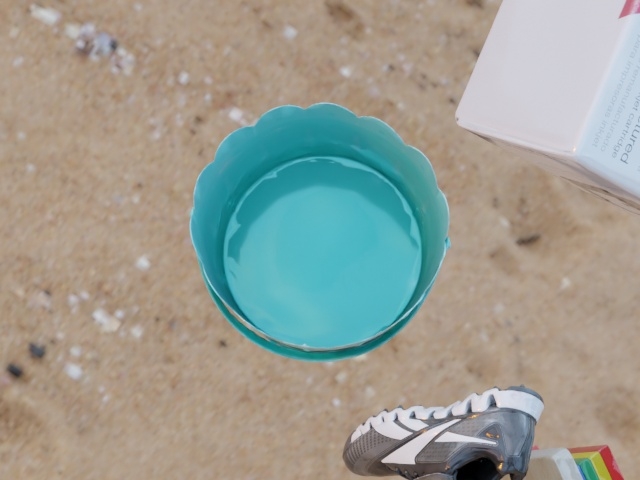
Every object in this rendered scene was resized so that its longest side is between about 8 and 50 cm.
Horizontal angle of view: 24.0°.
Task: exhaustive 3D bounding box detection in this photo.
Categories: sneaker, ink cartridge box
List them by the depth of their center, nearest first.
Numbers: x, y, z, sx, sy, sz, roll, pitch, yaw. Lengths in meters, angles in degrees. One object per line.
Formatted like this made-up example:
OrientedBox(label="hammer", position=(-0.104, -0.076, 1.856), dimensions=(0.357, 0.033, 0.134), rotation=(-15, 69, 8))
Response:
OrientedBox(label="ink cartridge box", position=(0.136, -0.063, 0.559), dimensions=(0.150, 0.063, 0.109), rotation=(21, 91, -41))
OrientedBox(label="sneaker", position=(0.114, 0.217, 1.491), dimensions=(0.078, 0.234, 0.106), rotation=(38, 46, -39))

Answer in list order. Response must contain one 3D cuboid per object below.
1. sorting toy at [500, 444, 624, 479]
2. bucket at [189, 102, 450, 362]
OrientedBox(label="sorting toy", position=(0.270, 0.344, 1.683), dimensions=(0.089, 0.255, 0.257), rotation=(-27, 92, -29))
OrientedBox(label="bucket", position=(0.000, 0.000, 1.658), dimensions=(0.281, 0.183, 0.281), rotation=(0, 79, 2))
